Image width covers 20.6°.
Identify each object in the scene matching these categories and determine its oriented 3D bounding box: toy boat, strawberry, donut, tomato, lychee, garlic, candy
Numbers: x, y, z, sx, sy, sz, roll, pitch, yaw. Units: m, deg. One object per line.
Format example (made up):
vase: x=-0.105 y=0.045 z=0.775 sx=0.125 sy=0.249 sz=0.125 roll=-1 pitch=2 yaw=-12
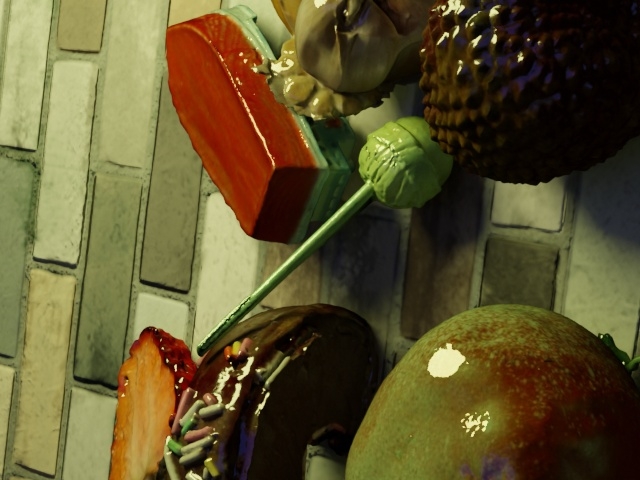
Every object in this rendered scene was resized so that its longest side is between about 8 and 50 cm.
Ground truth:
toy boat: x=-0.062 y=-0.145 z=1.907 sx=0.332 sy=0.133 sz=0.145 roll=60 pitch=143 yaw=39
strawberry: x=-0.159 y=0.209 z=1.998 sx=0.190 sy=0.111 sz=0.236 roll=-50 pitch=35 yaw=40
donut: x=-0.059 y=0.235 z=1.797 sx=0.136 sy=0.259 sz=0.345 roll=5 pitch=93 yaw=33
tomato: x=0.165 y=0.214 z=1.603 sx=0.303 sy=0.239 sz=0.303 roll=-3 pitch=86 yaw=50
lychee: x=0.201 y=-0.164 z=1.608 sx=0.236 sy=0.236 sz=0.271 roll=58 pitch=138 yaw=26
garlic: x=0.000 y=-0.216 z=1.762 sx=0.207 sy=0.257 sz=0.207 roll=3 pitch=96 yaw=39
candy: x=0.000 y=0.000 z=1.765 sx=0.335 sy=0.093 sz=0.092 roll=-42 pitch=92 yaw=-8
